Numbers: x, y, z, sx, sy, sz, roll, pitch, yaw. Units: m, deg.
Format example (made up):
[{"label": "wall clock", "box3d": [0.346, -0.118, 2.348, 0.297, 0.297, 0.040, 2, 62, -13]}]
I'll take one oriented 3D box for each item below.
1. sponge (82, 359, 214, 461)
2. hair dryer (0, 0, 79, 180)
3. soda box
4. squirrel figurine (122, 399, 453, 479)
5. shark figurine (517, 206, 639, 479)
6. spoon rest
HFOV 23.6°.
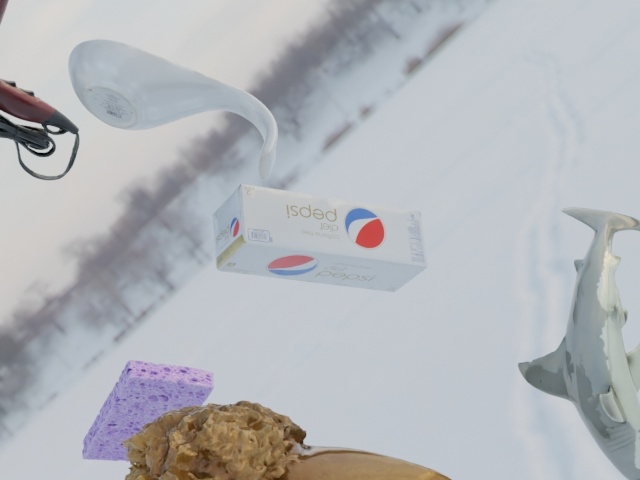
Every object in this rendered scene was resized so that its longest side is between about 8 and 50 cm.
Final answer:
[{"label": "sponge", "box3d": [-0.232, 0.233, 2.039, 0.210, 0.117, 0.031, 123, 148, -44]}, {"label": "hair dryer", "box3d": [-0.406, -0.189, 1.853, 0.223, 0.080, 0.293, -20, -48, -34]}, {"label": "soda box", "box3d": [0.000, 0.000, 1.593, 0.074, 0.216, 0.069, -42, 47, 52]}, {"label": "squirrel figurine", "box3d": [-0.057, 0.352, 1.311, 0.281, 0.397, 0.370, -15, 44, 48]}, {"label": "shark figurine", "box3d": [0.240, 0.087, 1.423, 0.116, 0.278, 0.166, -12, -16, 30]}, {"label": "spoon rest", "box3d": [-0.171, -0.160, 1.803, 0.137, 0.276, 0.084, 101, -165, -55]}]
